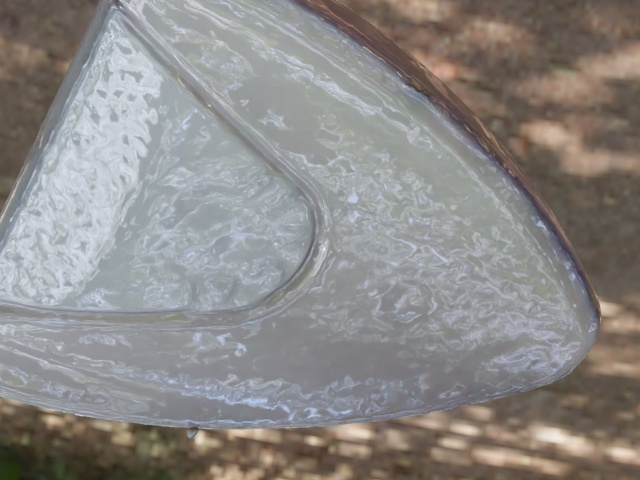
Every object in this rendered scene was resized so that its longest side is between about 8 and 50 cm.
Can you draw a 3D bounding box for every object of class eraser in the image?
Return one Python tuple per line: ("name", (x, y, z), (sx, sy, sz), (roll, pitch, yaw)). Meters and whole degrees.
("eraser", (0.000, -0.001, 0.659), (0.243, 0.059, 0.204), (18, 119, -24))
